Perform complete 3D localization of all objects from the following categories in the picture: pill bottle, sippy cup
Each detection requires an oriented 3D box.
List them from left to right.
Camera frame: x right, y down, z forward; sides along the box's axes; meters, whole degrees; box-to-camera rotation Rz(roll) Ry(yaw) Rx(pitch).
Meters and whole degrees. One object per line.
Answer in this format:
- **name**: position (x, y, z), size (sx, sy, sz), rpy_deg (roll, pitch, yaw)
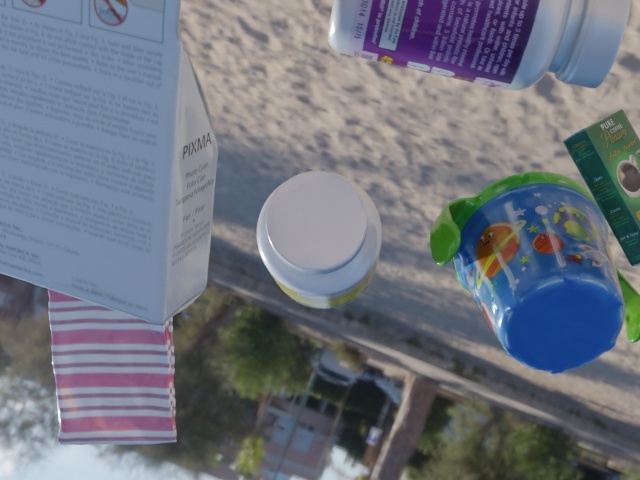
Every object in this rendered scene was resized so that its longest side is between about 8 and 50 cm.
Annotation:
- **pill bottle**: position (0.000, 0.000, 1.389), size (0.188, 0.187, 0.334), rpy_deg (21, 171, 6)
- **pill bottle**: position (0.170, -0.258, 0.977), size (0.302, 0.169, 0.169), rpy_deg (13, 173, 2)
- **sippy cup**: position (0.314, 0.056, 1.250), size (0.306, 0.240, 0.224), rpy_deg (-9, -147, 3)

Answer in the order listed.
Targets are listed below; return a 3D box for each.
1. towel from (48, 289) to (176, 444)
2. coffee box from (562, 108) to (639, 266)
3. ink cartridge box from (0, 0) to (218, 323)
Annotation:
- **towel**: position (-0.245, 0.147, 1.050), size (0.144, 0.197, 0.029), rpy_deg (-2, -174, 2)
- **coffee box**: position (0.394, -0.071, 1.148), size (0.040, 0.113, 0.184), rpy_deg (-30, 89, 49)
- **ink cartridge box**: position (-0.235, -0.148, 0.754), size (0.308, 0.385, 0.091), rpy_deg (16, -155, 16)
